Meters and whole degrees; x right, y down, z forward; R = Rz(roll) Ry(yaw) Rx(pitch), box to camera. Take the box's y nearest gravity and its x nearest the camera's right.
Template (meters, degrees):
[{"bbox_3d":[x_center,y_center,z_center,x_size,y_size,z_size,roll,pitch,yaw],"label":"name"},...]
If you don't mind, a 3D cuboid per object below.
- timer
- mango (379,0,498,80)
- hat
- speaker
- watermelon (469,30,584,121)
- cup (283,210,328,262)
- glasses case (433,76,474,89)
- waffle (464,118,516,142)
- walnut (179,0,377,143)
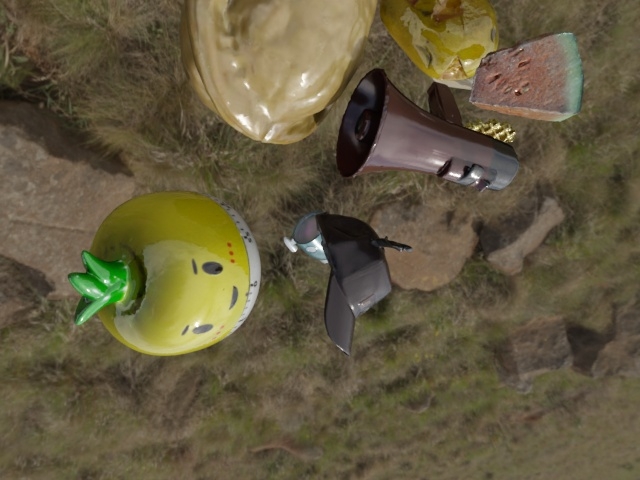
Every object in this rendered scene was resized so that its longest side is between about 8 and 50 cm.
[{"bbox_3d":[-0.252,0.052,0.656,0.285,0.285,0.285,-12,143,-9],"label":"timer"},{"bbox_3d":[0.334,-0.614,1.252,0.253,0.365,0.182,-57,171,-1],"label":"mango"},{"bbox_3d":[0.108,0.091,1.022,0.208,0.336,0.238,-7,161,3],"label":"hat"},{"bbox_3d":[0.195,-0.201,0.855,0.329,0.259,0.198,8,119,-25],"label":"speaker"},{"bbox_3d":[0.492,-0.391,1.080,0.256,0.193,0.140,-3,-175,6],"label":"watermelon"},{"bbox_3d":[0.000,0.000,1.724,0.299,0.168,0.173,-13,134,29],"label":"cup"},{"bbox_3d":[0.450,-0.532,1.425,0.083,0.196,0.050,21,99,-40],"label":"glasses case"},{"bbox_3d":[0.504,-0.301,1.361,0.192,0.046,0.161,0,132,1],"label":"waffle"},{"bbox_3d":[-0.082,-0.381,0.772,0.383,0.384,0.384,-12,143,-9],"label":"walnut"}]
